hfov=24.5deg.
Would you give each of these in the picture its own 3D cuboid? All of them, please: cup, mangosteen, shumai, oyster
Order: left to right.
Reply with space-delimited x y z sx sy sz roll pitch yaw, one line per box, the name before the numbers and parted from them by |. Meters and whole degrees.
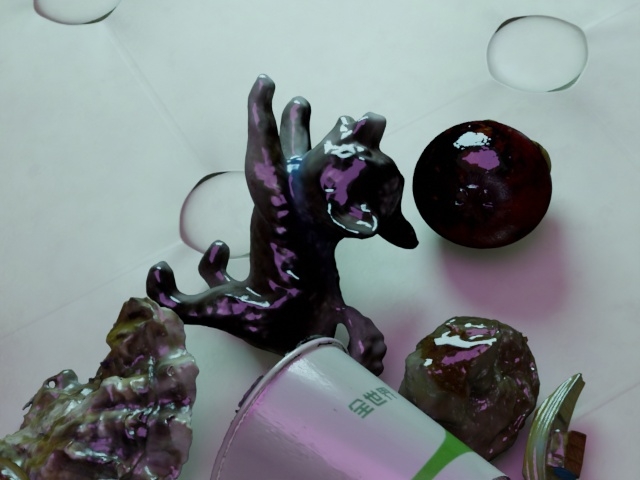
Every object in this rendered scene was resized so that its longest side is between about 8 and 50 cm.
oyster | -0.295 0.233 1.776 0.351 0.115 0.238 -28 55 2
cup | 0.053 0.272 1.629 0.274 0.253 0.253 28 64 27
shumai | 0.159 0.156 1.741 0.166 0.175 0.206 1 56 25
mangosteen | 0.214 -0.081 1.918 0.200 0.200 0.200 -3 57 5

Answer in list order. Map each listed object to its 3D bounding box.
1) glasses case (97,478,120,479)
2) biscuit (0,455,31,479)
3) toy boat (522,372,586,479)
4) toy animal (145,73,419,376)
glasses case | -0.243 0.434 1.666 0.128 0.083 0.308 -18 68 18
biscuit | -0.430 0.378 1.676 0.296 0.075 0.296 -6 73 19
toy boat | 0.282 0.239 1.750 0.066 0.065 0.172 3 62 24
toy animal | 0.000 0.000 1.829 0.303 0.194 0.344 30 96 18
